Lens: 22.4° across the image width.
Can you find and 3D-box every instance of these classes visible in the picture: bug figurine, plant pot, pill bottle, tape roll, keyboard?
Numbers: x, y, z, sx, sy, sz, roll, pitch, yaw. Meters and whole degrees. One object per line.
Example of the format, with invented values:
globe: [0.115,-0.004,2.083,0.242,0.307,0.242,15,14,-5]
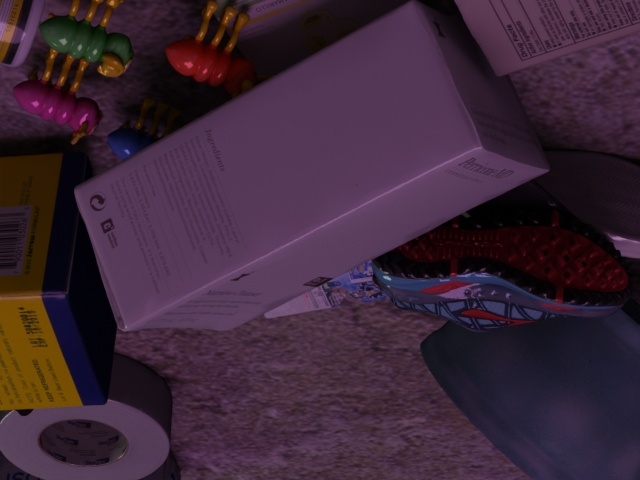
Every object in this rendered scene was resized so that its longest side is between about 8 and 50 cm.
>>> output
bug figurine: [-0.179,-0.142,1.550,0.216,0.072,0.279,19,151,-15]
plant pot: [0.285,0.144,1.815,0.293,0.293,0.196,34,103,-35]
pill bottle: [-0.345,-0.228,1.459,0.184,0.103,0.103,15,139,-18]
tape roll: [-0.298,0.228,2.056,0.219,0.072,0.219,0,141,0]
keyboard: [0.203,-0.016,1.646,0.180,0.023,0.108,39,128,-24]

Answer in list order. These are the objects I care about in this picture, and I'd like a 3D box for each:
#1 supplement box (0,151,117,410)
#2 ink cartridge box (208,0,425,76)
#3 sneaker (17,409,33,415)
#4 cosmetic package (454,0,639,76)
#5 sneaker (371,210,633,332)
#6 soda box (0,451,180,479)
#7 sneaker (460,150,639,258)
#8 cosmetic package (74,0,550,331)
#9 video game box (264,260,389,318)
supplement box: [-0.406,0.050,1.692,0.356,0.195,0.194,-3,139,5]
ink cartridge box: [0.022,-0.191,1.546,0.171,0.056,0.235,-18,136,20]
sneaker: [-0.451,0.143,1.866,0.330,0.147,0.130,0,144,27]
cosmetic package: [0.259,-0.272,1.383,0.296,0.129,0.153,-16,140,18]
sneaker: [0.183,0.036,1.635,0.261,0.104,0.125,9,149,9]
soda box: [-0.337,0.340,2.180,0.286,0.091,0.098,-5,141,7]
sneaker: [0.243,-0.010,1.739,0.292,0.108,0.169,13,142,0]
cosmetic package: [-0.006,-0.058,1.511,0.385,0.156,0.217,-26,167,23]
video game box: [0.000,0.000,1.789,0.187,0.048,0.205,-8,141,13]
